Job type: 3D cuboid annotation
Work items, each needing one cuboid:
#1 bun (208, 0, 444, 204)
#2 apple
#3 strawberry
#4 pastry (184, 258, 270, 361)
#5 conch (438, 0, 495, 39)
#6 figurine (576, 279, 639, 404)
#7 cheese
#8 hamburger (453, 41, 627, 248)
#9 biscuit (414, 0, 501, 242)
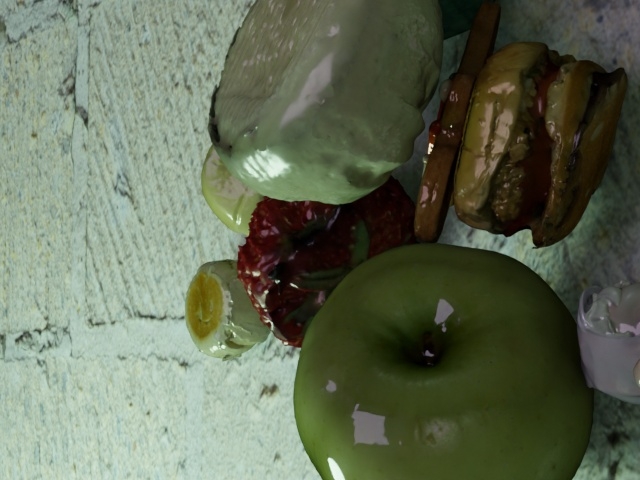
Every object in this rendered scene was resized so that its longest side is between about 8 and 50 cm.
[{"bbox_3d":[0.025,-0.193,1.901,0.359,0.211,0.359,-48,28,36],"label":"bun"},{"bbox_3d":[0.142,0.188,1.791,0.357,0.357,0.357,-9,80,56],"label":"apple"},{"bbox_3d":[0.001,0.003,2.116,0.257,0.261,0.261,45,123,44],"label":"strawberry"},{"bbox_3d":[-0.143,0.106,2.461,0.166,0.088,0.165,-4,85,55],"label":"pastry"},{"bbox_3d":[0.145,-0.339,2.029,0.196,0.134,0.202,57,133,39],"label":"conch"},{"bbox_3d":[0.382,0.104,1.606,0.276,0.200,0.133,0,123,35],"label":"figurine"},{"bbox_3d":[-0.069,-0.114,2.267,0.117,0.214,0.226,30,99,20],"label":"cheese"},{"bbox_3d":[0.237,-0.109,1.788,0.163,0.244,0.244,22,110,14],"label":"hamburger"},{"bbox_3d":[0.156,-0.133,1.879,0.205,0.049,0.324,92,-167,-55],"label":"biscuit"}]
